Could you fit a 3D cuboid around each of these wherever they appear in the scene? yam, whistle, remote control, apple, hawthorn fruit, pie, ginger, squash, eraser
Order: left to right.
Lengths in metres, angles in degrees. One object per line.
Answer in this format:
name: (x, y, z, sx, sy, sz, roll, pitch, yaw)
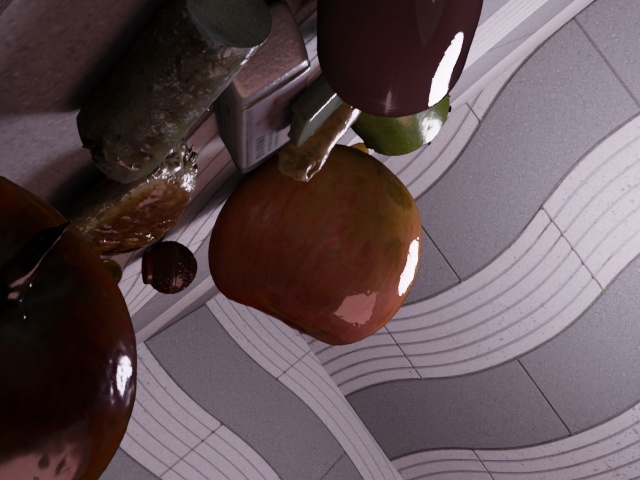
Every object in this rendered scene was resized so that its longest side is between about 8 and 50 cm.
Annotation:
hawthorn fruit: (-0.245, 0.073, 0.439, 0.301, 0.268, 0.268, -47, 173, 23)
whistle: (-0.366, 0.071, 1.154, 0.109, 0.046, 0.057, -29, -162, 50)
pie: (-0.213, -0.038, 0.776, 0.163, 0.079, 0.193, -27, 171, -48)
yam: (-0.115, -0.119, 0.535, 0.179, 0.078, 0.078, -36, 177, 33)
eraser: (-0.068, -0.149, 0.783, 0.089, 0.061, 0.352, -36, 178, -10)
apple: (0.000, 0.000, 1.257, 0.364, 0.364, 0.364, -35, 178, -2)
ginger: (0.008, -0.176, 1.000, 0.205, 0.081, 0.115, -51, -160, 2)
remote control: (0.063, -0.217, 0.793, 0.285, 0.038, 0.123, -49, 180, -10)
squash: (0.099, -0.273, 1.163, 0.189, 0.189, 0.260, -36, 142, 8)

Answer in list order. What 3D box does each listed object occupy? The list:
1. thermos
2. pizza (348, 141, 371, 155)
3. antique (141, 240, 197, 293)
thermos: (0.052, -0.210, 0.560, 0.176, 0.146, 0.265, -10, 169, 1)
pizza: (-0.022, -0.126, 1.564, 0.289, 0.081, 0.229, -34, 171, -11)
antique: (-0.274, 0.049, 1.299, 0.104, 0.104, 0.104, -35, 178, -2)
